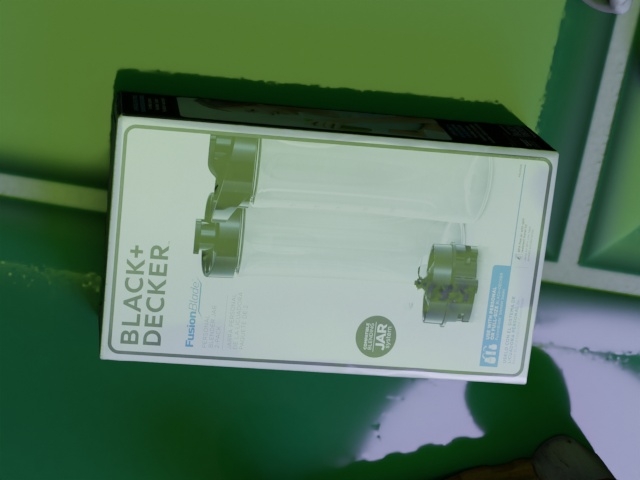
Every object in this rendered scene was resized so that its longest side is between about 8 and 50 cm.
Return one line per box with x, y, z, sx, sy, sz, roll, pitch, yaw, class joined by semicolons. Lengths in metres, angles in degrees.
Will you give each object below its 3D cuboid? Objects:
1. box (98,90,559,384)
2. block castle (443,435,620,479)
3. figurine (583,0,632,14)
0.000;0.000;1.116;0.289;0.087;0.169;5;105;-8;box
0.117;0.390;1.177;0.303;0.213;0.453;-12;107;-3;block castle
0.281;-0.195;1.104;0.209;0.092;0.215;-40;106;-3;figurine
